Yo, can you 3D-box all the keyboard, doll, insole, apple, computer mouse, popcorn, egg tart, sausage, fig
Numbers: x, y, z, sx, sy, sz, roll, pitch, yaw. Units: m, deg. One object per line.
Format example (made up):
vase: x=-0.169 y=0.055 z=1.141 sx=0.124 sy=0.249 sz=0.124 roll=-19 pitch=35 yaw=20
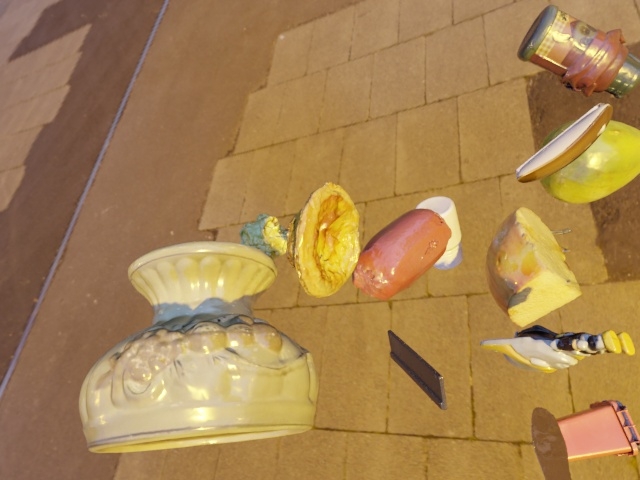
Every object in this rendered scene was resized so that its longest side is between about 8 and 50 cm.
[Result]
keyboard: x=0.253 y=0.340 z=1.242 sx=0.018 sy=0.101 sz=0.309 roll=-12 pitch=13 yaw=-13
doll: x=0.526 y=0.242 z=1.044 sx=0.316 sy=0.145 sz=0.103 roll=-28 pitch=79 yaw=55
insole: x=0.643 y=0.616 z=1.263 sx=0.111 sy=0.007 sz=0.328 roll=13 pitch=46 yaw=-9
apple: x=0.626 y=0.064 z=1.403 sx=0.252 sy=0.314 sz=0.309 roll=-7 pitch=44 yaw=1
computer mouse: x=0.569 y=-0.212 z=1.068 sx=0.245 sy=0.126 sz=0.056 roll=-43 pitch=65 yaw=26
popcorn: x=-0.155 y=-0.004 z=1.284 sx=0.141 sy=0.162 sz=0.136 roll=26 pitch=76 yaw=21
egg tart: x=0.000 y=0.000 z=0.960 sx=0.105 sy=0.241 sz=0.241 roll=6 pitch=66 yaw=32
sausage: x=0.196 y=0.029 z=1.104 sx=0.279 sy=0.152 sz=0.152 roll=-37 pitch=45 yaw=-22
fig: x=0.850 y=-0.256 z=1.434 sx=0.326 sy=0.258 sz=0.258 roll=-13 pitch=53 yaw=-3

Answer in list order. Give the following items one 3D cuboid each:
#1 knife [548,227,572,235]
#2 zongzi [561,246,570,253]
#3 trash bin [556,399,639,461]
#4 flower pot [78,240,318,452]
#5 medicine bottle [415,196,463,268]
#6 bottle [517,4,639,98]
knife: x=0.938 y=-0.032 z=1.947 sx=0.222 sy=0.021 sz=0.046 roll=-10 pitch=64 yaw=22
zongzi: x=0.877 y=0.047 z=1.874 sx=0.184 sy=0.187 sz=0.084 roll=3 pitch=82 yaw=-5
trash bin: x=0.813 y=0.585 z=1.395 sx=0.238 sy=0.184 sz=0.161 roll=-12 pitch=65 yaw=-3
flower pot: x=-0.160 y=0.147 z=0.631 sx=0.307 sy=0.307 sz=0.244 roll=-18 pitch=64 yaw=22
medicine bottle: x=0.417 y=-0.024 z=1.598 sx=0.139 sy=0.237 sz=0.139 roll=-17 pitch=34 yaw=12
bottle: x=0.615 y=-0.434 z=1.075 sx=0.271 sy=0.143 sz=0.156 roll=27 pitch=116 yaw=2
